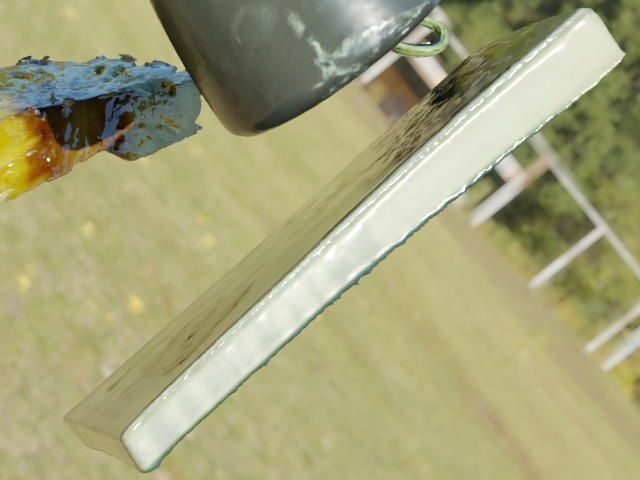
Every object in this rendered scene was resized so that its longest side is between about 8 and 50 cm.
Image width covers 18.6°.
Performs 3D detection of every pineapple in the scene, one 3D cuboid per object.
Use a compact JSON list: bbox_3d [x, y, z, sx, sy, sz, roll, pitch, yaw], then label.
[{"bbox_3d":[-0.209,-0.082,1.403,0.135,0.233,0.079,23,-59,44],"label":"pineapple"}]

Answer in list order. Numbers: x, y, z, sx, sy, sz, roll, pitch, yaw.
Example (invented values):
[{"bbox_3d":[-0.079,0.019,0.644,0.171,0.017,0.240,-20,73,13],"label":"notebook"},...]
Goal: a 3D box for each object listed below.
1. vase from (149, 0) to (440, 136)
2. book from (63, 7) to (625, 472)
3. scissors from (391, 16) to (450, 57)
[{"bbox_3d":[-0.076,-0.236,1.186,0.321,0.173,0.173,53,4,-13],"label":"vase"},{"bbox_3d":[0.000,0.000,1.206,0.043,0.371,0.260,50,-13,-8],"label":"book"},{"bbox_3d":[0.008,-0.199,1.637,0.020,0.187,0.133,113,-40,-55],"label":"scissors"}]
